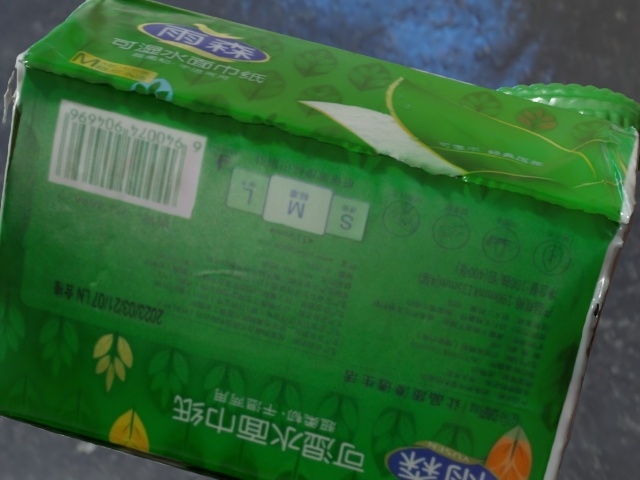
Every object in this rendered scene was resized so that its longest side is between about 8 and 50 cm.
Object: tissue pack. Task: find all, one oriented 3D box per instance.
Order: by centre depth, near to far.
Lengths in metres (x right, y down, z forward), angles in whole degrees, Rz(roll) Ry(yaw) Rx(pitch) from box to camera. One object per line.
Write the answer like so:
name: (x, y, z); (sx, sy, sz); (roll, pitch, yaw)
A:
tissue pack: (0.001, 0.001, 0.676); (0.209, 0.148, 0.156); (14, 24, 7)

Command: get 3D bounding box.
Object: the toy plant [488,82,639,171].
toy plant: (0.194, -0.077, 1.431); (0.240, 0.154, 0.088); (1, 80, -1)
